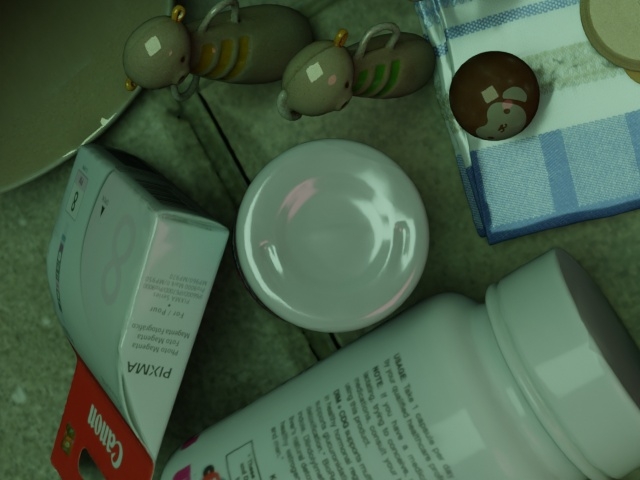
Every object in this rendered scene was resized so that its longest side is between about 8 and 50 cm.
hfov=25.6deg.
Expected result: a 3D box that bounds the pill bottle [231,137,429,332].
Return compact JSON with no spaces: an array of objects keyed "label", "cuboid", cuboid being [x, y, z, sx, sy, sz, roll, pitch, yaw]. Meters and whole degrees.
[{"label":"pill bottle","cuboid":[0.000,0.000,0.847,0.108,0.180,0.108,0,88,-5]}]

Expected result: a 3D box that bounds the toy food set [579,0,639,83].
[{"label":"toy food set","cuboid":[0.197,-0.140,0.836,0.083,0.020,0.082,40,102,10]}]

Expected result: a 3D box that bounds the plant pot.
[{"label":"plant pot","cuboid":[-0.275,-0.203,0.924,0.256,0.256,0.274,-46,61,15]}]

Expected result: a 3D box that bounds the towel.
[{"label":"towel","cuboid":[0.161,-0.155,0.873,0.209,0.034,0.285,-14,90,16]}]

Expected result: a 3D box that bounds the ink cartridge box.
[{"label":"ink cartridge box","cuboid":[-0.144,0.069,0.914,0.066,0.189,0.232,18,98,-28]}]

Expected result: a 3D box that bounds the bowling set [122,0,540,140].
[{"label":"bowling set","cuboid":[0.037,-0.144,0.805,0.200,0.154,0.287,47,123,20]}]

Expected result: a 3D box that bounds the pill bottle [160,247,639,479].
[{"label":"pill bottle","cuboid":[0.057,0.132,0.853,0.283,0.160,0.160,-32,82,17]}]
